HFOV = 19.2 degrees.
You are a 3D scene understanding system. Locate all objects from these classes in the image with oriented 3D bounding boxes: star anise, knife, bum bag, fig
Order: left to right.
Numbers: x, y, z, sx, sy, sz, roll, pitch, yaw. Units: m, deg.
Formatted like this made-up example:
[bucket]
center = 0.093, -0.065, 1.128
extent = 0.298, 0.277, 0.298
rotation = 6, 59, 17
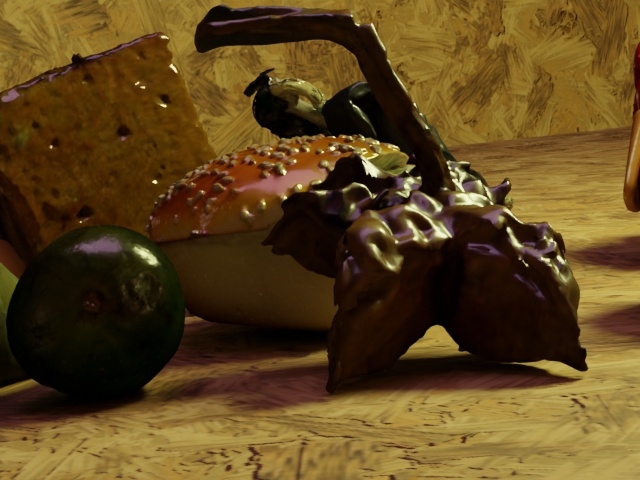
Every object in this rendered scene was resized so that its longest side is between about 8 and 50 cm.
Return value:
[fig]
center = -0.139, 0.055, 1.243
extent = 0.117, 0.117, 0.177
rotation = -4, -16, 2
[star anise]
center = 0.040, -0.024, 1.241
extent = 0.237, 0.346, 0.148
rotation = -30, -17, -40
[knife]
center = 0.068, -0.086, 2.033
extent = 0.365, 0.043, 0.089
rotation = 25, -30, -34
[bum bag]
center = 0.101, -0.034, 1.532
extent = 0.060, 0.248, 0.123
rotation = -46, 0, -12

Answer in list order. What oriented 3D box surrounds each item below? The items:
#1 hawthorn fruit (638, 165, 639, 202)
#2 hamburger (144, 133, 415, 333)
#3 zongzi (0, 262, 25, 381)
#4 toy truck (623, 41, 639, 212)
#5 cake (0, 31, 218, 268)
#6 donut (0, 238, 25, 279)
[hawthorn fruit]
center = 0.304, -0.029, 1.366
extent = 0.181, 0.181, 0.235
rotation = 0, 7, 35
[hamburger]
center = -0.018, -0.008, 1.433
extent = 0.237, 0.147, 0.237
rotation = 1, 6, 0
[zongzi]
center = -0.272, 0.063, 1.127
extent = 0.393, 0.174, 0.356
rotation = 24, 8, -28
[toy truck]
center = 0.378, -0.066, 1.755
extent = 0.189, 0.239, 0.265
rotation = -1, -34, 26
[cake]
center = -0.241, -0.069, 1.776
extent = 0.199, 0.196, 0.293
rotation = -29, 13, -23
[donut]
center = -0.379, 0.031, 1.681
extent = 0.199, 0.085, 0.233
rotation = -9, 6, -29
